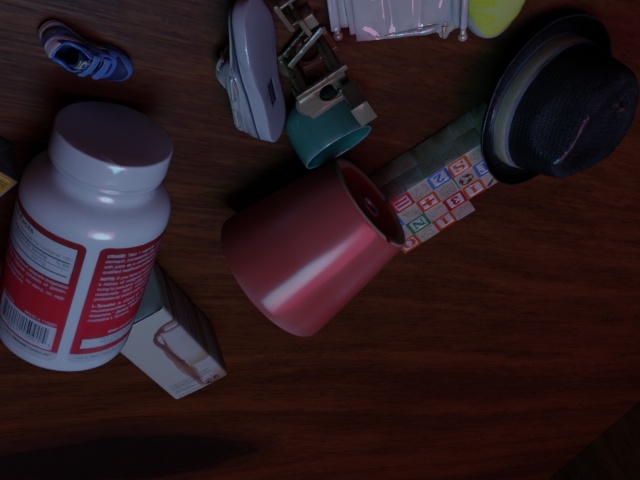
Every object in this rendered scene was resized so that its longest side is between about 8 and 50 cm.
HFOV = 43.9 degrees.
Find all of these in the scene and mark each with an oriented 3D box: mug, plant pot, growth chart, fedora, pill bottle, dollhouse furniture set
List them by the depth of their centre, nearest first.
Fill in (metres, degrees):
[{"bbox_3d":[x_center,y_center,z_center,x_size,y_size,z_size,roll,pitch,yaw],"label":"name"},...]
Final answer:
[{"bbox_3d":[-0.021,-0.260,1.188,0.101,0.181,0.161,-32,141,11],"label":"dollhouse furniture set"},{"bbox_3d":[0.119,-0.376,1.205,0.237,0.021,0.172,-3,133,-5],"label":"growth chart"},{"bbox_3d":[-0.373,-0.004,1.264,0.229,0.229,0.407,4,129,-30],"label":"pill bottle"},{"bbox_3d":[0.001,-0.191,1.340,0.129,0.097,0.158,-28,174,-31],"label":"mug"},{"bbox_3d":[0.444,-0.225,1.408,0.334,0.152,0.334,-22,130,-29],"label":"fedora"},{"bbox_3d":[0.000,0.000,1.426,0.243,0.275,0.275,-36,140,20],"label":"plant pot"}]

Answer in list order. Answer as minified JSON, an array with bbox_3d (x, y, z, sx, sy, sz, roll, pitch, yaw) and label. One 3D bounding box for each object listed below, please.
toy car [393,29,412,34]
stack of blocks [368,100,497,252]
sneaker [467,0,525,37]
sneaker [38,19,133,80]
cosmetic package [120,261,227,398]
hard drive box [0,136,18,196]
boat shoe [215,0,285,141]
[{"bbox_3d":[0.139,-0.373,1.251,0.060,0.040,0.122,-14,141,-12],"label":"toy car"},{"bbox_3d":[0.241,-0.118,1.562,0.297,0.087,0.171,-33,141,12],"label":"stack of blocks"},{"bbox_3d":[0.309,-0.453,1.156,0.145,0.147,0.384,-6,140,-23],"label":"sneaker"},{"bbox_3d":[-0.332,-0.258,1.135,0.144,0.059,0.053,18,124,-41],"label":"sneaker"},{"bbox_3d":[-0.314,0.177,1.581,0.129,0.153,0.296,-27,143,3],"label":"cosmetic package"},{"bbox_3d":[-0.599,-0.090,1.175,0.232,0.089,0.181,-35,140,16],"label":"hard drive box"},{"bbox_3d":[-0.115,-0.261,1.219,0.088,0.096,0.267,13,151,16],"label":"boat shoe"}]
